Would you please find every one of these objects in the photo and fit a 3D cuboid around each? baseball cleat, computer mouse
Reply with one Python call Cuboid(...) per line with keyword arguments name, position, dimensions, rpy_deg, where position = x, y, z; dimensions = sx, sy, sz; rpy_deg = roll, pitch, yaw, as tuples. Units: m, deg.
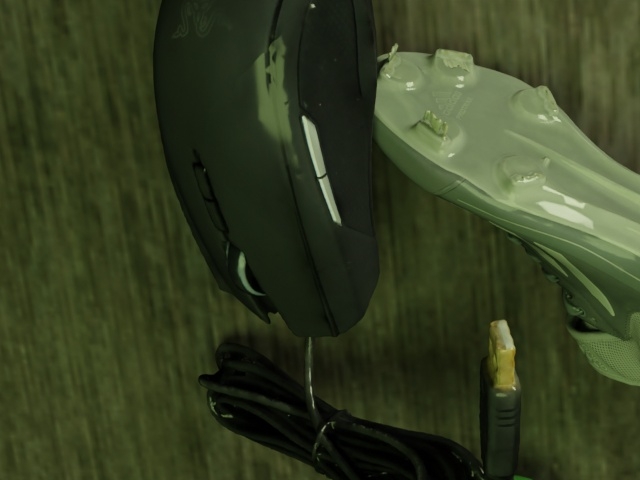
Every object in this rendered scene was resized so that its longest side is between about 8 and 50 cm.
Cuboid(name="baseball cleat", position=(0.099, 0.002, 0.758), dimensions=(0.206, 0.072, 0.109), rpy_deg=(28, 140, 9))
Cuboid(name="computer mouse", position=(0.000, 0.000, 0.726), dimensions=(0.184, 0.060, 0.262), rpy_deg=(27, 128, 40))

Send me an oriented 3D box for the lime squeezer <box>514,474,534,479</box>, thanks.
Cuboid(name="lime squeezer", position=(0.059, 0.154, 0.866), dimensions=(0.310, 0.059, 0.110), rpy_deg=(-14, 147, 16))
